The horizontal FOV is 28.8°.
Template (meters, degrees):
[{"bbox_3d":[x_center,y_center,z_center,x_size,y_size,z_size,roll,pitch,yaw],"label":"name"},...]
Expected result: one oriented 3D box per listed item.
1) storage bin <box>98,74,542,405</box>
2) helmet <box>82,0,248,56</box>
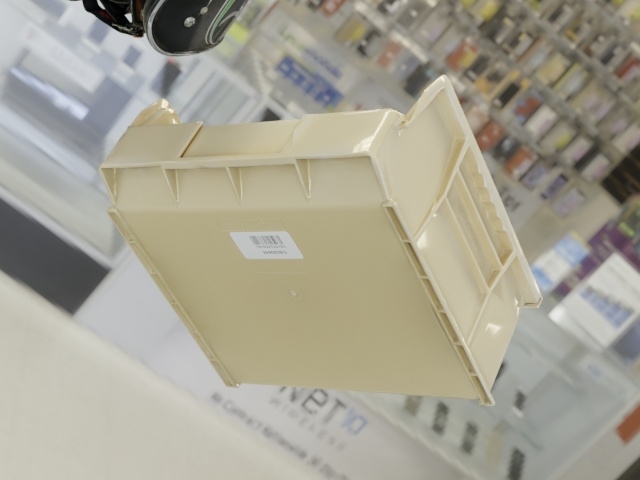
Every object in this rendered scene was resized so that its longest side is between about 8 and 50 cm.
[{"bbox_3d":[0.000,0.000,0.981,0.123,0.262,0.260,-62,138,-36],"label":"storage bin"},{"bbox_3d":[-0.116,-0.237,0.937,0.169,0.161,0.169,13,27,-7],"label":"helmet"}]
